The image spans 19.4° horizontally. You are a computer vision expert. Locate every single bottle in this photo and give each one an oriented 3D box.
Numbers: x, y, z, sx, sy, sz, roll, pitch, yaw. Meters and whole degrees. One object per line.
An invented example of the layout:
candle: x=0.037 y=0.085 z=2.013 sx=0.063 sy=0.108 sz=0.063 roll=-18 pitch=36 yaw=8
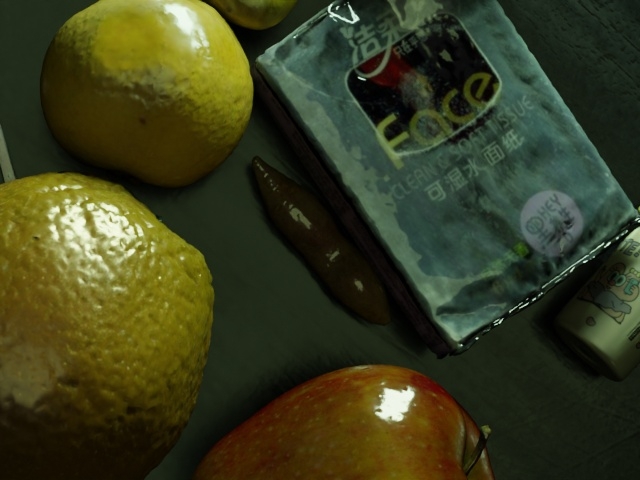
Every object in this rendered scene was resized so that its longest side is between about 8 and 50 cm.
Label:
bottle: x=0.338 y=0.037 z=1.943 sx=0.209 sy=0.097 sz=0.110 roll=-47 pitch=56 yaw=-8

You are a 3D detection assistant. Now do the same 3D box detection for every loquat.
loquat: x=-0.170 y=-0.149 z=1.833 sx=0.208 sy=0.208 sz=0.208 roll=0 pitch=88 yaw=-7

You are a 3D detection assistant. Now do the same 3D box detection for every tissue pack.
tissue pack: x=0.122 y=-0.093 z=1.896 sx=0.259 sy=0.122 sz=0.361 roll=-33 pitch=90 yaw=-17

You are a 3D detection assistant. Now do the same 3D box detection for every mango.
mango: x=-0.088 y=-0.291 z=1.881 sx=0.137 sy=0.098 sz=0.195 roll=-9 pitch=64 yaw=-19

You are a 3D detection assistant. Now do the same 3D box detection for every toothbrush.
toothbrush: x=-0.320 y=-0.079 z=1.903 sx=0.014 sy=0.017 sz=0.194 roll=-15 pitch=87 yaw=-13

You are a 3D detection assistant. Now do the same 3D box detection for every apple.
apple: x=0.032 y=0.275 z=1.806 sx=0.317 sy=0.288 sz=0.288 roll=-23 pitch=90 yaw=5

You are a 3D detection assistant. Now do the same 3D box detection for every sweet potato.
sweet potato: x=0.000 y=0.001 z=1.915 sx=0.051 sy=0.065 sz=0.218 roll=-40 pitch=90 yaw=-11

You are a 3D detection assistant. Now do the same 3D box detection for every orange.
orange: x=-0.267 y=0.105 z=1.761 sx=0.322 sy=0.322 sz=0.357 roll=46 pitch=74 yaw=-3
